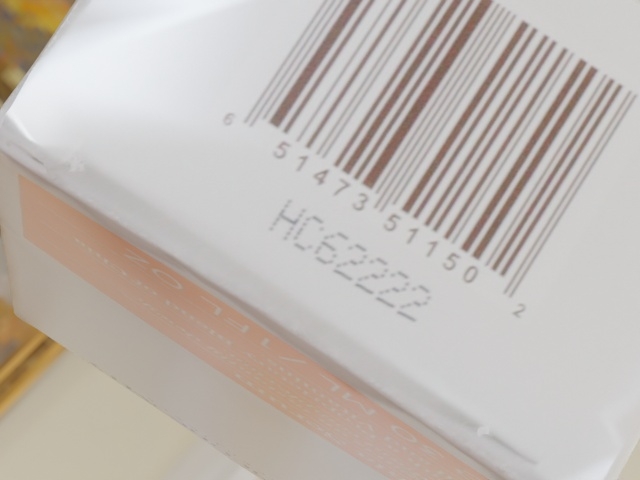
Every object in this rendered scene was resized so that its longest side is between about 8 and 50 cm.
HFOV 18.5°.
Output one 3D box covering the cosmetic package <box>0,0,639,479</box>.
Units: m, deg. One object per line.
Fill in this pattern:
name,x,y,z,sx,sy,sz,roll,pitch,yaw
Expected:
cosmetic package,0.000,0.000,0.827,0.230,0.161,0.453,33,-11,-1
